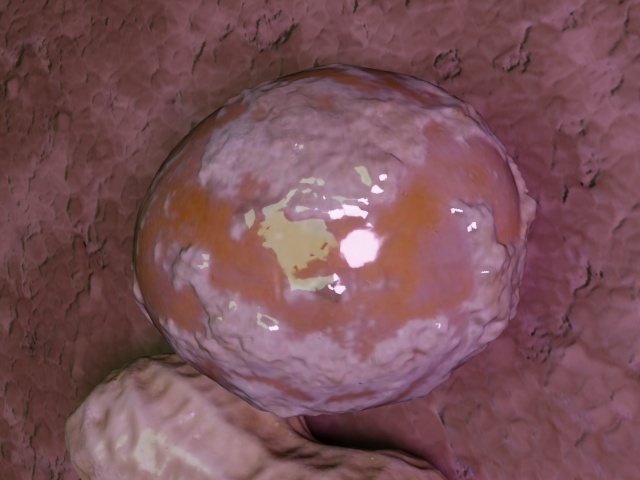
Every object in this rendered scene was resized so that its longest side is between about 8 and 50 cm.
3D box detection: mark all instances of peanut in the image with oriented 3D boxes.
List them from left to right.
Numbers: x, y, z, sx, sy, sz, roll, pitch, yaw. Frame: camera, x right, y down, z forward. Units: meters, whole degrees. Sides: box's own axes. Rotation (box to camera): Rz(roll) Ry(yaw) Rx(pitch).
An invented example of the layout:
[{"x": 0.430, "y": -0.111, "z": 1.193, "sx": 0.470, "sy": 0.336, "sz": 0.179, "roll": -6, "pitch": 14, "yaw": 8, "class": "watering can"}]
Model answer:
[{"x": -0.037, "y": 0.157, "z": 0.597, "sx": 0.298, "sy": 0.120, "sz": 0.136, "roll": 21, "pitch": 81, "yaw": 27, "class": "peanut"}]

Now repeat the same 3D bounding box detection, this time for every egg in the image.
[{"x": 0.000, "y": 0.000, "z": 0.525, "sx": 0.245, "sy": 0.203, "sz": 0.203, "roll": -9, "pitch": 85, "yaw": 29, "class": "egg"}]
